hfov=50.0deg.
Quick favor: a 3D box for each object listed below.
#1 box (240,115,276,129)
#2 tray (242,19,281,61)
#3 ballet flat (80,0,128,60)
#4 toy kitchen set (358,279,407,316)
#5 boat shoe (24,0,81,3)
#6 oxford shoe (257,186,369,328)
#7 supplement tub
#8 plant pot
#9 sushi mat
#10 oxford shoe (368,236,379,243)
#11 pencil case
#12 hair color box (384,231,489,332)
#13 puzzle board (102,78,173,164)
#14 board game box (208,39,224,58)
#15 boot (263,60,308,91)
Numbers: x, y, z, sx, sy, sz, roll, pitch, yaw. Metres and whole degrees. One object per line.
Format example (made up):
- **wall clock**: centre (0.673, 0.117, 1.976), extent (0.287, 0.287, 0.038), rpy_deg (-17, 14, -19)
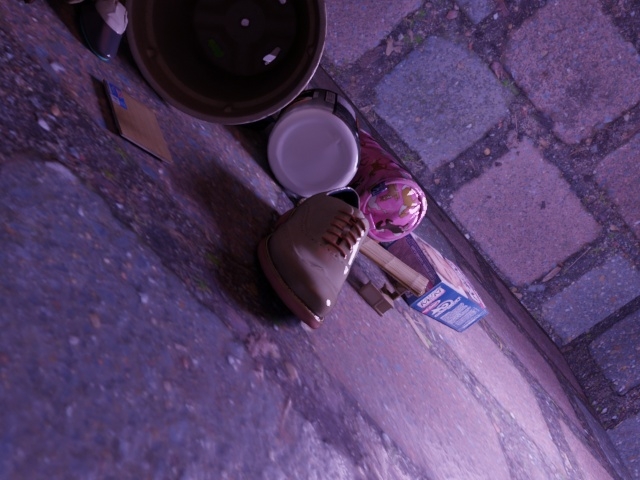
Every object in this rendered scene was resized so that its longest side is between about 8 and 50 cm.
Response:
- **box**: centre (-0.182, -0.307, 1.498), extent (0.136, 0.036, 0.225), rpy_deg (53, 17, 8)
- **tray**: centre (-0.169, -0.554, 1.914), extent (0.145, 0.030, 0.270), rpy_deg (18, 29, -7)
- **ballet flat**: centre (-0.348, -0.369, 1.103), extent (0.074, 0.074, 0.203), rpy_deg (35, 22, -45)
- **toy kitchen set**: centre (0.126, 0.093, 1.396), extent (0.075, 0.068, 0.083), rpy_deg (46, 15, -17)
- **boat shoe**: centre (-0.388, -0.396, 1.027), extent (0.095, 0.095, 0.257), rpy_deg (51, 26, -12)
- **oxford shoe**: centre (0.000, 0.000, 1.099), extent (0.140, 0.146, 0.397), rpy_deg (47, 16, -17)
- **supplement tub**: centre (-0.010, -0.226, 1.511), extent (0.193, 0.193, 0.316), rpy_deg (47, 15, -14)
- **plant pot**: centre (-0.156, -0.403, 1.268), extent (0.334, 0.334, 0.305), rpy_deg (47, 12, -13)
- **sushi mat**: centre (0.096, 0.009, 1.451), extent (0.316, 0.019, 0.151), rpy_deg (37, 12, 6)
- **oxford shoe**: centre (0.127, -0.044, 1.713), extent (0.076, 0.076, 0.212), rpy_deg (43, 15, -21)
- **pencil case**: centre (0.111, -0.149, 1.663), extent (0.167, 0.160, 0.386), rpy_deg (25, 19, -27)
- **hair color box**: centre (0.303, 0.114, 1.792), extent (0.347, 0.105, 0.174), rpy_deg (28, 27, -54)
- **puzzle board**: centre (-0.266, -0.171, 0.992), extent (0.096, 0.011, 0.128), rpy_deg (31, 25, -50)
- **board game box**: centre (-0.226, -0.488, 1.688), extent (0.043, 0.092, 0.181), rpy_deg (24, 31, -59)
- **boot**: centre (-0.120, -0.468, 1.966), extent (0.178, 0.085, 0.236), rpy_deg (40, 19, -29)
